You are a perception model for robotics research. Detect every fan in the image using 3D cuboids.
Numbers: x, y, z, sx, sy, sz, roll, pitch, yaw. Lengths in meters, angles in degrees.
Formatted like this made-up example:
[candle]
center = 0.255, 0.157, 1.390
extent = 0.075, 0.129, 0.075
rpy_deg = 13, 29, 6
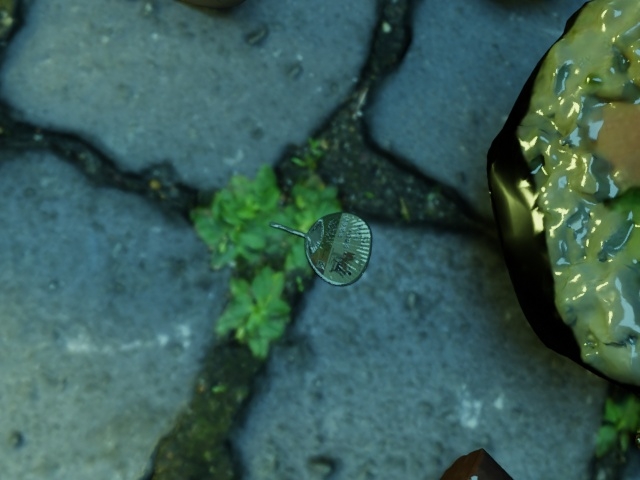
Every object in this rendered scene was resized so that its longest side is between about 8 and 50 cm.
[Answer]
[fan]
center = 0.005, 0.008, 0.752
extent = 0.080, 0.003, 0.060
rpy_deg = -8, 75, -15

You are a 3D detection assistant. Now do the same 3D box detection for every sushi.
[sushi]
center = 0.319, -0.017, 0.705
extent = 0.328, 0.285, 0.328
rpy_deg = -19, 69, 22

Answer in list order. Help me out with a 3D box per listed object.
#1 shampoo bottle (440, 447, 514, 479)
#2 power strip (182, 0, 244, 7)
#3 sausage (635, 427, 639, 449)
[shampoo bottle]
center = 0.178, 0.252, 0.685
extent = 0.236, 0.067, 0.068
rpy_deg = 44, 83, 2
[power strip]
center = -0.098, -0.251, 0.728
extent = 0.154, 0.154, 0.078
rpy_deg = 26, 70, -4
[sausage]
center = 0.418, 0.187, 0.754
extent = 0.371, 0.082, 0.082
rpy_deg = 11, 72, -8
